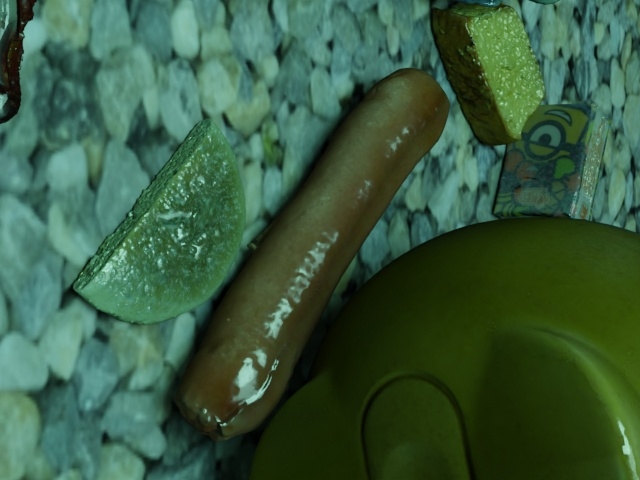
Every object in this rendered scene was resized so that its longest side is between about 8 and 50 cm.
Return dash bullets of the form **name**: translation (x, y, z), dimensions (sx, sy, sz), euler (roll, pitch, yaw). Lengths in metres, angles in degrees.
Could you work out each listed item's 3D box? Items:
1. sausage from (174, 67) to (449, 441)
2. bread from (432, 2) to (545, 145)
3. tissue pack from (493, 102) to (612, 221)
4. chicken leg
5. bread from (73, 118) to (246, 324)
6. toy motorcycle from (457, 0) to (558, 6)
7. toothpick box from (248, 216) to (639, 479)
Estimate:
- **sausage**: translation (0.000, 0.000, 0.852), dimensions (0.418, 0.094, 0.094), euler (-58, 150, -25)
- **bread**: translation (0.197, -0.202, 1.066), dimensions (0.103, 0.065, 0.187), euler (-42, 119, -29)
- **tissue pack**: translation (0.283, -0.089, 1.122), dimensions (0.060, 0.109, 0.148), euler (27, 72, -46)
- **chicken leg**: translation (-0.240, -0.180, 0.634), dimensions (0.093, 0.053, 0.205), euler (2, 87, -31)
- **bread**: translation (-0.112, 0.002, 0.780), dimensions (0.193, 0.036, 0.112), euler (-56, 129, -27)
- **toy motorcycle**: translation (0.151, -0.310, 0.890), dimensions (0.260, 0.206, 0.154), euler (19, 71, -9)
- **toothpick box**: translation (0.190, 0.182, 0.822), dimensions (0.425, 0.409, 0.408), euler (1, 91, -54)
